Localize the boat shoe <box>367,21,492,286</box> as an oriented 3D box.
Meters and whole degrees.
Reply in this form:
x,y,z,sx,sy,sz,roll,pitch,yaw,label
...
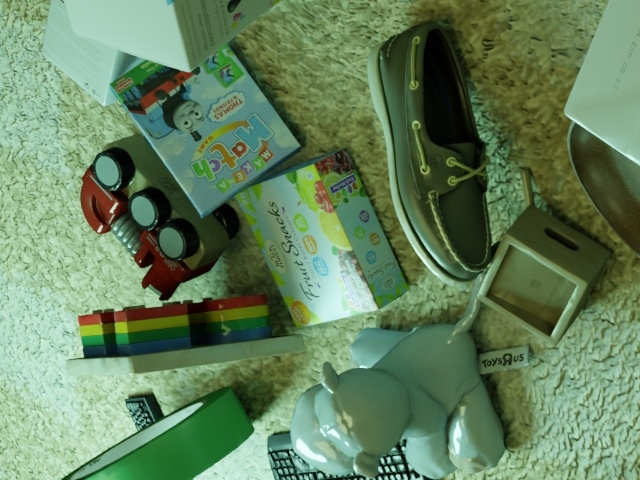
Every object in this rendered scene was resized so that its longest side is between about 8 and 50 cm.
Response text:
x,y,z,sx,sy,sz,roll,pitch,yaw,label
0.138,-0.100,1.836,0.091,0.109,0.305,-26,76,49,boat shoe

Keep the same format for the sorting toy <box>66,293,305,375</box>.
x,y,z,sx,sy,sz,roll,pitch,yaw,label
-0.193,0.127,2.207,0.257,0.255,0.089,-10,86,62,sorting toy

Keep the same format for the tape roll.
x,y,z,sx,sy,sz,roll,pitch,yaw,label
-0.253,0.326,2.349,0.321,0.321,0.077,-28,92,49,tape roll

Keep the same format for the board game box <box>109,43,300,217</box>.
x,y,z,sx,sy,sz,roll,pitch,yaw,label
-0.150,-0.161,2.091,0.211,0.160,0.039,54,172,5,board game box

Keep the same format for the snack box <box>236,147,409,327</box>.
x,y,z,sx,sy,sz,roll,pitch,yaw,label
0.000,0.000,2.096,0.174,0.070,0.207,-15,101,49,snack box

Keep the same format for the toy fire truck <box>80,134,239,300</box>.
x,y,z,sx,sy,sz,roll,pitch,yaw,label
-0.250,-0.006,2.307,0.217,0.158,0.246,47,127,14,toy fire truck

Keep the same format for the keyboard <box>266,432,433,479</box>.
x,y,z,sx,sy,sz,roll,pitch,yaw,label
0.048,0.360,2.291,0.317,0.033,0.202,-16,102,49,keyboard

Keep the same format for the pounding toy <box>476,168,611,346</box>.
x,y,z,sx,sy,sz,roll,pitch,yaw,label
0.253,0.018,1.850,0.141,0.100,0.130,32,134,13,pounding toy

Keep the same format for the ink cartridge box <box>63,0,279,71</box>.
x,y,z,sx,sy,sz,roll,pitch,yaw,label
-0.153,-0.365,1.856,0.197,0.270,0.198,21,140,34,ink cartridge box

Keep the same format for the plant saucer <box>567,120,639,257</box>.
x,y,z,sx,sy,sz,roll,pitch,yaw,label
0.387,-0.034,1.624,0.310,0.050,0.310,41,166,13,plant saucer

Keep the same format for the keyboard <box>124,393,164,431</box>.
x,y,z,sx,sy,sz,roll,pitch,yaw,label
-0.255,0.333,2.585,0.108,0.023,0.180,-15,103,48,keyboard

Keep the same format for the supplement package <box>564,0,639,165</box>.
x,y,z,sx,sy,sz,roll,pitch,yaw,label
0.396,-0.182,1.444,0.198,0.262,0.199,38,134,23,supplement package

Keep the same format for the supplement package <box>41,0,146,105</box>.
x,y,z,sx,sy,sz,roll,pitch,yaw,label
-0.260,-0.327,2.113,0.134,0.139,0.244,40,135,20,supplement package

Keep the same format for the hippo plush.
x,y,z,sx,sy,sz,roll,pitch,yaw,label
0.101,0.226,2.000,0.294,0.236,0.234,-28,91,49,hippo plush
